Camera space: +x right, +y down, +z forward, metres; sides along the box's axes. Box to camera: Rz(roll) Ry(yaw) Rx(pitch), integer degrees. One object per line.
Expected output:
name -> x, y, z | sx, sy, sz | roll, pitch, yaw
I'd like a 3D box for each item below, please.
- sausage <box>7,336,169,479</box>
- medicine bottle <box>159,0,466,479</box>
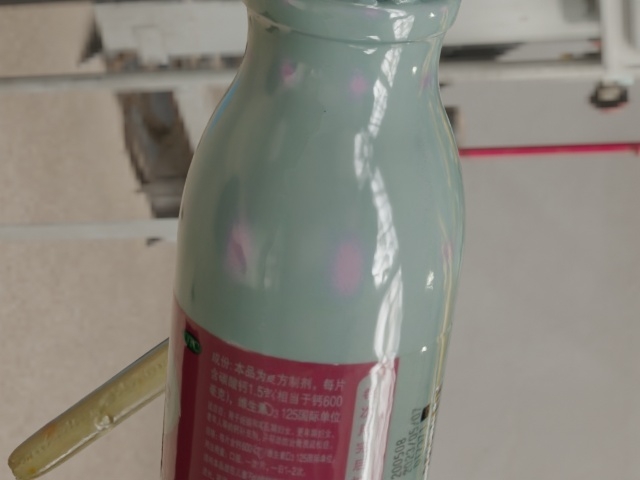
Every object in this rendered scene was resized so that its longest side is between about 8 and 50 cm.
sausage -> -0.110, 0.086, 0.815 | 0.024, 0.132, 0.024 | 55, 1, -2
medicine bottle -> 0.000, 0.000, 0.478 | 0.090, 0.090, 0.217 | -59, 158, -62
